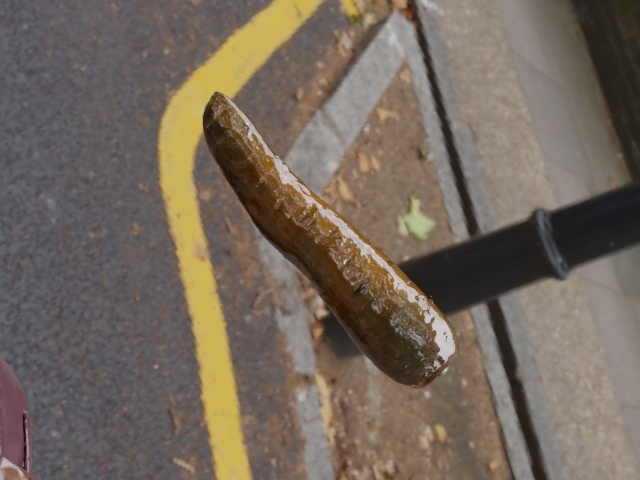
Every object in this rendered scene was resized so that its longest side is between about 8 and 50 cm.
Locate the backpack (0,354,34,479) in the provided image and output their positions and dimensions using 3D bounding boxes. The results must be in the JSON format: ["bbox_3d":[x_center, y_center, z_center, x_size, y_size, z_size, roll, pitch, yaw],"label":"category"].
[{"bbox_3d":[-0.297,0.197,0.684,0.197,0.283,0.317,47,13,-40],"label":"backpack"}]

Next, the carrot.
[{"bbox_3d":[0.000,0.000,0.553,0.191,0.047,0.047,48,27,4],"label":"carrot"}]
